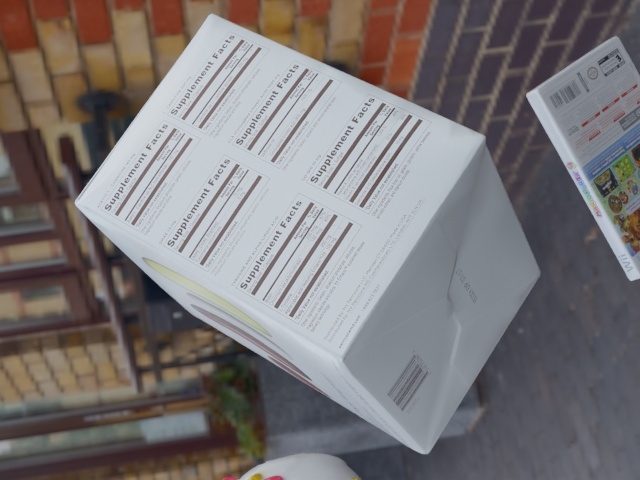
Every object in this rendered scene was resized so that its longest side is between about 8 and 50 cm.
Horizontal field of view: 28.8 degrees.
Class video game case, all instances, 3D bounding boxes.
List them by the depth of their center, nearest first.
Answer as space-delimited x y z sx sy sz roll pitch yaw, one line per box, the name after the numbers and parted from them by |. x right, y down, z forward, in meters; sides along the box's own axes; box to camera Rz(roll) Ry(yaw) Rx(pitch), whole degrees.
0.175 -0.049 0.720 0.011 0.087 0.122 -24 97 53 | video game case

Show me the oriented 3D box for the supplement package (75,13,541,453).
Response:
0.000 0.000 0.771 0.203 0.149 0.194 28 167 29 | supplement package

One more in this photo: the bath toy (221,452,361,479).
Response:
-0.067 0.328 1.011 0.151 0.129 0.348 75 -149 -59 | bath toy
